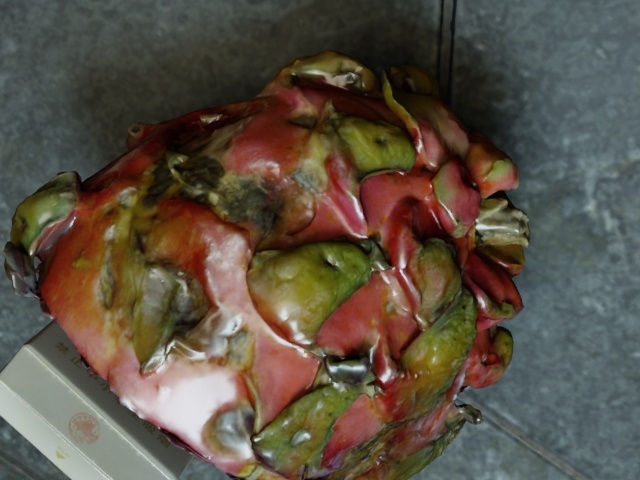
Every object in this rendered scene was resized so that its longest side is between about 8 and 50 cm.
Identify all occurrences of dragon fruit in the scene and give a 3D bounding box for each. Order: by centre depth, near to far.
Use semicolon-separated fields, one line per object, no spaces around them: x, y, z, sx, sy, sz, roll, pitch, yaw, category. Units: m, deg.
0.000;0.000;0.895;0.296;0.314;0.263;42;97;22;dragon fruit

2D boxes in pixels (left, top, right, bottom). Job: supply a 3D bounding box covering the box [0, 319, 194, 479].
-0.138;0.101;0.975;0.141;0.201;0.058;42;112;-4;box
